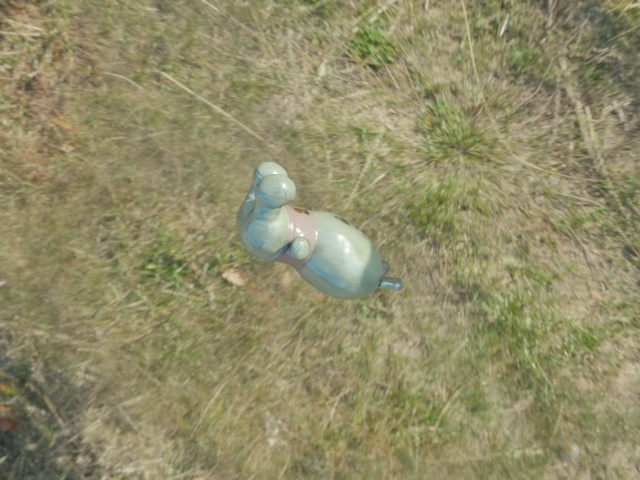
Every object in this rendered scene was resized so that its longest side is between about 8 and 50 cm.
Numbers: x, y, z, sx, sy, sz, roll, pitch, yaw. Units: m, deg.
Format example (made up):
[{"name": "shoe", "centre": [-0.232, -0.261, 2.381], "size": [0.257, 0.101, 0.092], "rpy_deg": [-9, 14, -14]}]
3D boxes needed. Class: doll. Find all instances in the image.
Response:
[{"name": "doll", "centre": [-0.010, 0.008, 1.235], "size": [0.275, 0.155, 0.113], "rpy_deg": [38, 94, -33]}]
